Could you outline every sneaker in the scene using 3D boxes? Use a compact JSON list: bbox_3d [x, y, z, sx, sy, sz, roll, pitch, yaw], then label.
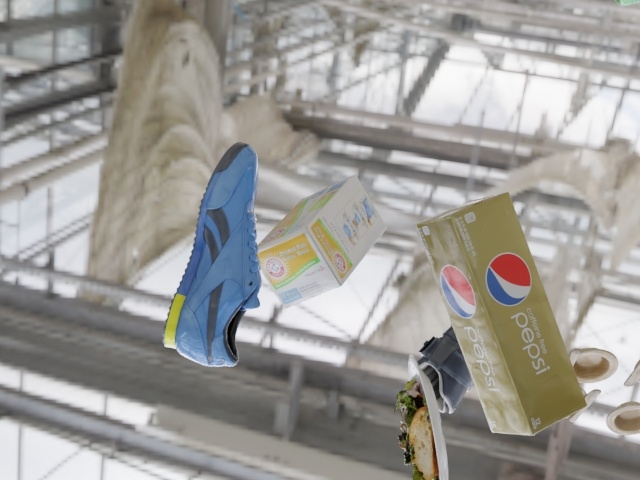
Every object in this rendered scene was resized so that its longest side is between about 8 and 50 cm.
[{"bbox_3d":[-0.079,0.015,1.110,0.082,0.209,0.069,16,-179,16],"label":"sneaker"},{"bbox_3d":[0.208,0.171,1.670,0.086,0.163,0.226,30,173,32],"label":"sneaker"}]

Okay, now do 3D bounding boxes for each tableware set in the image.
[{"bbox_3d":[0.305,0.156,1.247,0.168,0.141,0.020,7,-134,-7],"label":"tableware set"}]

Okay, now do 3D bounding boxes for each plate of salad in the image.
[{"bbox_3d":[0.122,0.243,1.489,0.048,0.200,0.200,-10,-159,-3],"label":"plate of salad"}]

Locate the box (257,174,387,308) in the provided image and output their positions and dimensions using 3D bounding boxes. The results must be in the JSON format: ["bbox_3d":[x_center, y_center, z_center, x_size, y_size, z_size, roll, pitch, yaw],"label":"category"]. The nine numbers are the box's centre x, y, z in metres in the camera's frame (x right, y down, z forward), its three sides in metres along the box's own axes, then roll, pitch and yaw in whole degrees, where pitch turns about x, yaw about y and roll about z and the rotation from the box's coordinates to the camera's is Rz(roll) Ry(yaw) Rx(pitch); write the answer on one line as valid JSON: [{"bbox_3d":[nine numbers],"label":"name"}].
[{"bbox_3d":[0.000,0.000,1.792,0.114,0.103,0.203,-24,-166,31],"label":"box"}]

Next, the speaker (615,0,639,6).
[{"bbox_3d":[0.469,-0.401,1.420,0.296,0.131,0.131,-28,-164,11],"label":"speaker"}]

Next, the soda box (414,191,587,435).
[{"bbox_3d":[0.141,0.058,0.930,0.058,0.181,0.061,-23,-176,-24],"label":"soda box"}]
